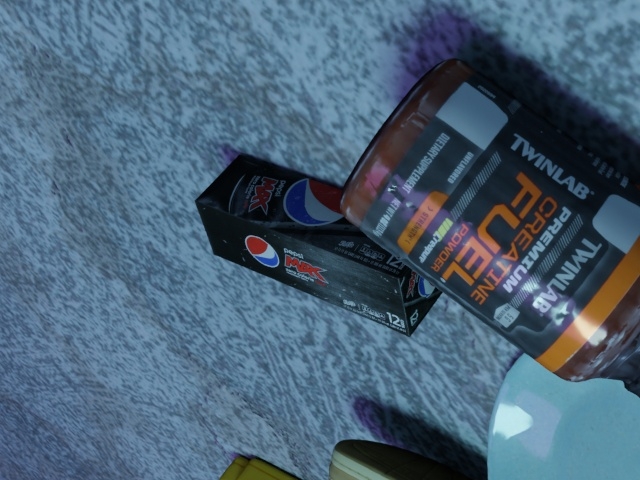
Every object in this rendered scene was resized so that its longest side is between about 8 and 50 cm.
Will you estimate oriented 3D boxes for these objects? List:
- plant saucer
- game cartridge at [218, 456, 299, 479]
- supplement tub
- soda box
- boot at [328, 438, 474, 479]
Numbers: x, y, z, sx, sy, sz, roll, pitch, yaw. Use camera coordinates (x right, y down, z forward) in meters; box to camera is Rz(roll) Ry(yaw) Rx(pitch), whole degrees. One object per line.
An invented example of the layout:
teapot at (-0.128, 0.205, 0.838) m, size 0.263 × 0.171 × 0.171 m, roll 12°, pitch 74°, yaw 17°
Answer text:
plant saucer at (0.177, 0.154, 0.738) m, size 0.195 × 0.037 × 0.194 m, roll 8°, pitch 99°, yaw 60°
game cartridge at (0.042, 0.377, 1.253) m, size 0.285 × 0.052 × 0.323 m, roll 21°, pitch 143°, yaw 30°
supplement tub at (0.115, 0.001, 0.608) m, size 0.198 × 0.106 × 0.106 m, roll 36°, pitch 150°, yaw 7°
soda box at (0.000, 0.000, 0.787) m, size 0.169 × 0.053 × 0.060 m, roll 21°, pitch 144°, yaw 30°
boot at (0.091, 0.294, 0.933) m, size 0.262 × 0.095 × 0.203 m, roll 28°, pitch 103°, yaw 14°
